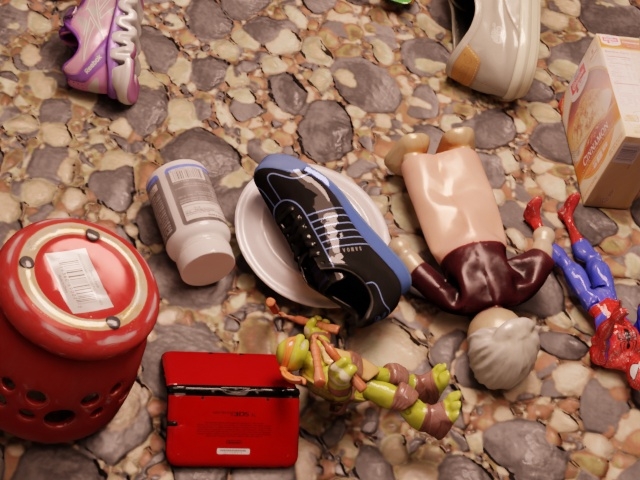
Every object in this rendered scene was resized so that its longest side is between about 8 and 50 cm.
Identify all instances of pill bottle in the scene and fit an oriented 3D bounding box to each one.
[{"bbox_3d":[-0.150,-0.020,1.560,0.078,0.078,0.137,-8,56,-22],"label":"pill bottle"}]

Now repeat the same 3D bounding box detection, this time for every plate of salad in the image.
[{"bbox_3d":[-0.011,-0.004,1.608,0.199,0.048,0.200,10,58,-17],"label":"plate of salad"}]

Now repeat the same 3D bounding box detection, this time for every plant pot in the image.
[{"bbox_3d":[-0.262,0.085,1.367,0.191,0.174,0.191,18,45,-19],"label":"plant pot"}]

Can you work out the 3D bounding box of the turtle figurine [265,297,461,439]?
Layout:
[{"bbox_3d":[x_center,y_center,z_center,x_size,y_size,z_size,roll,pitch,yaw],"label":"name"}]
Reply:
[{"bbox_3d":[0.039,0.151,1.440,0.217,0.087,0.269,20,5,-13],"label":"turtle figurine"}]

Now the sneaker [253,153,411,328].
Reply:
[{"bbox_3d":[0.000,0.000,1.529,0.232,0.081,0.090,43,47,4],"label":"sneaker"}]

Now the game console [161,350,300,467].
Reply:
[{"bbox_3d":[-0.101,0.184,1.457,0.144,0.085,0.124,3,83,-13],"label":"game console"}]

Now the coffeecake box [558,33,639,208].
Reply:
[{"bbox_3d":[0.389,-0.159,1.781,0.068,0.142,0.186,5,51,-13],"label":"coffeecake box"}]

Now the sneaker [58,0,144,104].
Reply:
[{"bbox_3d":[-0.281,-0.287,1.707,0.104,0.095,0.237,1,69,1],"label":"sneaker"}]

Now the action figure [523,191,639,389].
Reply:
[{"bbox_3d":[0.347,0.043,1.621,0.091,0.139,0.280,-8,58,-20],"label":"action figure"}]

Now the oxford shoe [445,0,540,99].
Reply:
[{"bbox_3d":[0.237,-0.406,1.899,0.130,0.169,0.450,6,65,-3],"label":"oxford shoe"}]

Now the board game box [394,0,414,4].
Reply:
[{"bbox_3d":[0.111,-0.449,1.969,0.124,0.039,0.259,18,57,8],"label":"board game box"}]

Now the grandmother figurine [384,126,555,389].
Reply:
[{"bbox_3d":[0.189,0.022,1.618,0.207,0.104,0.342,-12,58,-1],"label":"grandmother figurine"}]
